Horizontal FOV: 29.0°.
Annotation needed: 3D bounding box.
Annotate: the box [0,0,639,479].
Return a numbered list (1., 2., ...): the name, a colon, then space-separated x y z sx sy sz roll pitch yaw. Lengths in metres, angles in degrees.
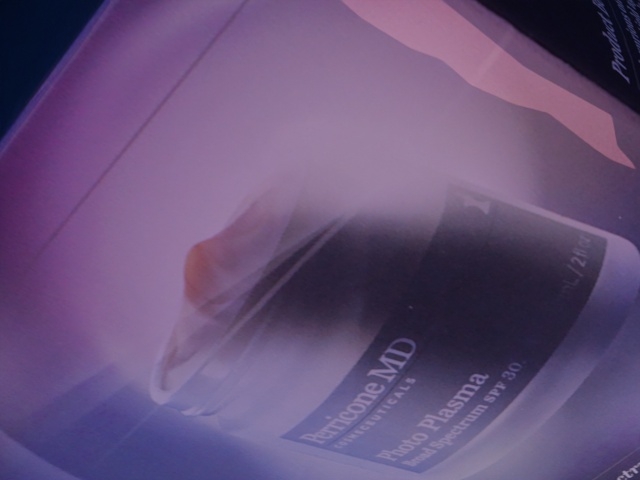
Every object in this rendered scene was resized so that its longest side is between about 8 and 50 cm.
1. box: 0.000 0.000 0.478 0.294 0.182 0.296 28 125 -25
